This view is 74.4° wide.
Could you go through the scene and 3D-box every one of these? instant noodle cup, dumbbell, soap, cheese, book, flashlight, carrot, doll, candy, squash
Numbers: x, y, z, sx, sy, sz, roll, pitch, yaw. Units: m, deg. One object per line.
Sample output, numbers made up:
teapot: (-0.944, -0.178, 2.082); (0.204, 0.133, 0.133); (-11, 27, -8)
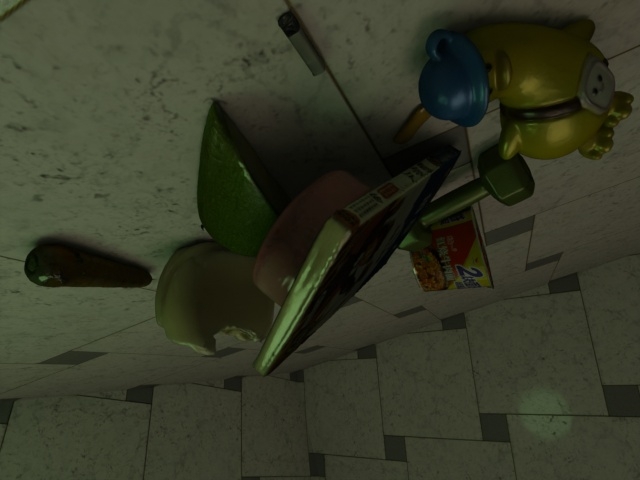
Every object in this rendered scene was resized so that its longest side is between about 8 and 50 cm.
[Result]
instant noodle cup: (0.325, 0.037, 1.069); (0.174, 0.213, 0.213); (-15, 159, 22)
dumbbell: (0.274, -0.079, 0.869); (0.302, 0.121, 0.108); (-29, 125, 33)
soap: (0.147, -0.183, 0.668); (0.034, 0.012, 0.089); (-3, 155, -28)
cheese: (-0.215, 0.128, 0.901); (0.127, 0.233, 0.266); (-20, 157, 40)
book: (0.077, 0.011, 0.680); (0.428, 0.039, 0.299); (-33, 156, -50)
flashlight: (-0.019, -0.218, 0.473); (0.019, 0.018, 0.083); (-21, 156, 18)
carrot: (-0.421, 0.063, 0.831); (0.078, 0.078, 0.298); (-22, 162, 16)
doll: (0.284, -0.208, 0.570); (0.363, 0.145, 0.199); (9, 109, -28)
candy: (0.000, 0.000, 0.693); (0.255, 0.094, 0.255); (-48, 166, -17)
squash: (-0.084, -0.071, 0.665); (0.203, 0.111, 0.288); (-6, 154, -25)
